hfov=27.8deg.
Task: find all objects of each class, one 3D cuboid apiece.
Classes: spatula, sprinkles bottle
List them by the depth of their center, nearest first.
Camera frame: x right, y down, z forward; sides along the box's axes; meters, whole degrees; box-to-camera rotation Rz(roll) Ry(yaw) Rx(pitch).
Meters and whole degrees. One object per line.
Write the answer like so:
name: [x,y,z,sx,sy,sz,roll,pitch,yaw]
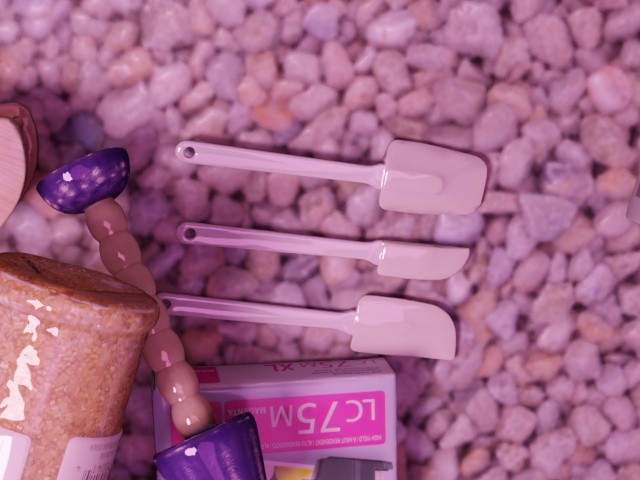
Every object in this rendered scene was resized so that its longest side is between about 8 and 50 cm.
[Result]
sprinkles bottle: [-0.208,0.191,0.839,0.121,0.121,0.355,16,95,-11]
spatula: [0.000,0.000,0.990,0.242,0.019,0.168,7,105,-9]

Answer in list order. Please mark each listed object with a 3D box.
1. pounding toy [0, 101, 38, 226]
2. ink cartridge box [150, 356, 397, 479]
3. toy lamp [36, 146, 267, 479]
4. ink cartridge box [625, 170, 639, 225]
pounding toy: [-0.284,-0.048,0.865,0.269,0.155,0.154,43,96,-13]
ink cartridge box: [-0.033,0.250,1.010,0.186,0.065,0.311,-2,103,-8]
toy lamp: [-0.114,0.071,0.911,0.080,0.080,0.274,-26,85,-3]
ink cartridge box: [0.466,-0.106,1.001,0.385,0.091,0.308,15,98,-10]
